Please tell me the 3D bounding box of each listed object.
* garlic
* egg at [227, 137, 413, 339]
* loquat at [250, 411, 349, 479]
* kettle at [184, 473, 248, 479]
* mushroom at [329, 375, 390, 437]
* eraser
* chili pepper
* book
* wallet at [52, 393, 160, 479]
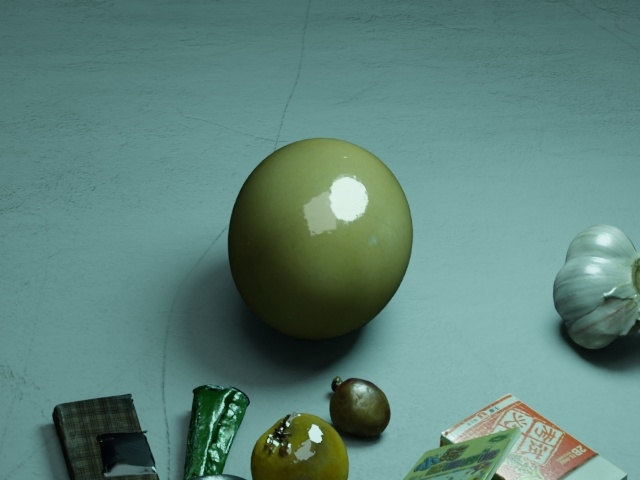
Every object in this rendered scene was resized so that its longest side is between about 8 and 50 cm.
[{"bbox_3d":[0.511,0.079,2.118,0.207,0.207,0.257,23,13,24],"label":"garlic"},{"bbox_3d":[0.000,0.000,2.024,0.301,0.301,0.374,6,43,0],"label":"egg"},{"bbox_3d":[-0.027,0.307,1.700,0.141,0.141,0.141,5,33,-3],"label":"loquat"},{"bbox_3d":[-0.105,0.431,1.357,0.228,0.321,0.324,-37,49,-3],"label":"kettle"},{"bbox_3d":[0.046,0.240,1.874,0.088,0.073,0.129,-39,44,-9],"label":"mushroom"},{"bbox_3d":[0.309,0.322,1.822,0.157,0.038,0.230,-22,42,-37],"label":"eraser"},{"bbox_3d":[-0.168,0.298,1.769,0.088,0.059,0.227,7,37,9],"label":"chili pepper"},{"bbox_3d":[0.173,0.324,1.712,0.168,0.013,0.192,-22,10,34],"label":"book"},{"bbox_3d":[-0.296,0.303,1.744,0.124,0.042,0.230,-9,34,-18],"label":"wallet"}]
